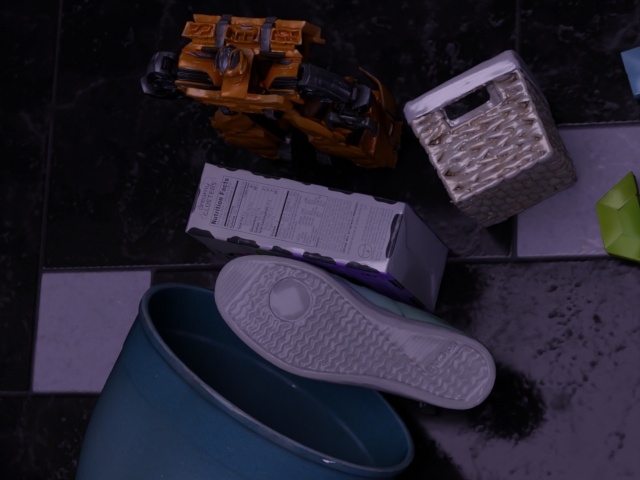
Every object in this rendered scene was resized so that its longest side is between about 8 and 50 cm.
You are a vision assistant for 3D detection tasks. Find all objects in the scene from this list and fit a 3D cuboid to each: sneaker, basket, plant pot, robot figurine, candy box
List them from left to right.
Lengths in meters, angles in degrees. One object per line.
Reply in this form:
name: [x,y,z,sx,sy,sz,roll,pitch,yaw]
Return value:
plant pot: [-0.097,0.218,1.620,0.271,0.271,0.255,37,106,22]
robot figurine: [-0.034,-0.131,1.651,0.211,0.291,0.085,6,79,19]
candy box: [0.000,0.000,1.676,0.196,0.165,0.070,11,79,21]
sneaker: [0.028,0.088,1.644,0.256,0.151,0.094,22,87,3]
basket: [0.158,-0.086,1.648,0.113,0.167,0.103,-28,77,11]

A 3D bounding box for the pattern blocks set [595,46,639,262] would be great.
pattern blocks set: [0.387,-0.043,1.633,0.285,0.026,0.325,-8,75,16]
